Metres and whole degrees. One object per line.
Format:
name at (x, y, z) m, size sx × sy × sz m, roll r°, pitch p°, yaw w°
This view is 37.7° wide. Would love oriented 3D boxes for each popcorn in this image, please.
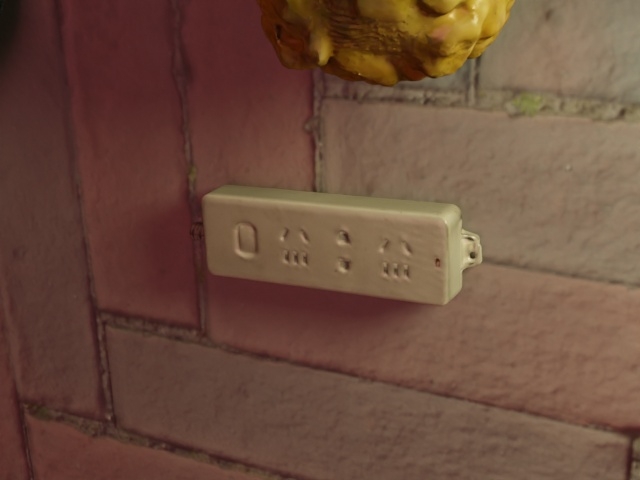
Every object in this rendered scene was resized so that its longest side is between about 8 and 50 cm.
popcorn at (0.047, -0.236, 0.797) m, size 0.250 × 0.190 × 0.250 m, roll 15°, pitch 131°, yaw 19°

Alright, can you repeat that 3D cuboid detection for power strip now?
power strip at (0.000, 0.000, 0.991) m, size 0.338 × 0.058 × 0.098 m, roll 6°, pitch 111°, yaw 26°

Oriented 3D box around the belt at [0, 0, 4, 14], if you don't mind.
belt at (-0.485, -0.263, 1.079) m, size 0.206 × 0.116 × 0.267 m, roll 39°, pitch 98°, yaw 18°
